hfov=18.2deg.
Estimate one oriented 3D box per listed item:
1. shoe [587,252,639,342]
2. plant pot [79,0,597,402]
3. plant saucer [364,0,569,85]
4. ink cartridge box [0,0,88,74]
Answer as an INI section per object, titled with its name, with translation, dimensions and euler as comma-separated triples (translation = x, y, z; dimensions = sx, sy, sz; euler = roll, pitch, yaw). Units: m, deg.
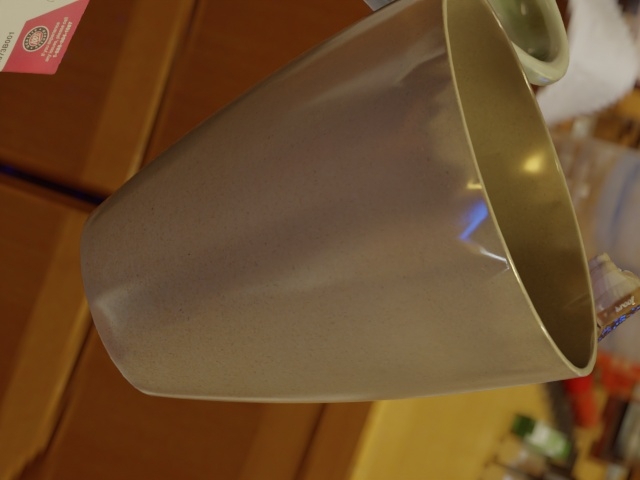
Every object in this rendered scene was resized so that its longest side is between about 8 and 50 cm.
[shoe]
translation = 0.264, 0.055, 1.871
dimensions = 0.076, 0.058, 0.219
euler = -37, 171, -6
[plant pot]
translation = 0.000, 0.000, 1.238
dimensions = 0.256, 0.274, 0.256
euler = -19, 90, -74
[plant saucer]
translation = 0.077, -0.293, 1.815
dimensions = 0.100, 0.400, 0.400
euler = -32, 162, 21
[ink cartridge box]
translation = -0.302, -0.231, 1.601
dimensions = 0.237, 0.100, 0.172
euler = -1, 134, -39
